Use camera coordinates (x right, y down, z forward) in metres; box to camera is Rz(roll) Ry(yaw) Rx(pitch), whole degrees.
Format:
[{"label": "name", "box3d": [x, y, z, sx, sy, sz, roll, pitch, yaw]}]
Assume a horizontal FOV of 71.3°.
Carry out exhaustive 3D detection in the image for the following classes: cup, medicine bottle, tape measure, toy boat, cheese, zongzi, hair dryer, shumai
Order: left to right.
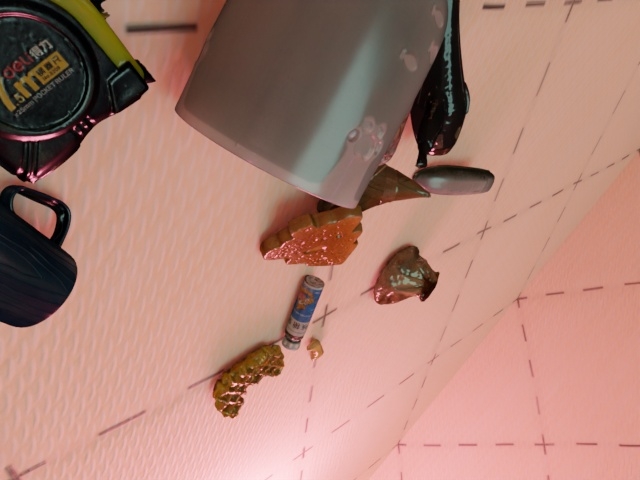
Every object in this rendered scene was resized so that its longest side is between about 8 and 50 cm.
[{"label": "cup", "box3d": [-0.357, 0.015, 0.512, 0.150, 0.113, 0.138, -41, 145, -9]}, {"label": "tape measure", "box3d": [-0.285, -0.175, 0.423, 0.199, 0.112, 0.186, -48, 152, -13]}, {"label": "medicine bottle", "box3d": [-0.042, 0.170, 1.039, 0.051, 0.051, 0.191, -7, 126, -43]}, {"label": "cheese", "box3d": [-0.016, 0.293, 1.195, 0.044, 0.030, 0.083, -44, 150, -18]}, {"label": "cup", "box3d": [0.009, -0.228, 0.604, 0.275, 0.259, 0.356, -60, 174, 13]}, {"label": "zongzi", "box3d": [0.092, -0.064, 0.869, 0.189, 0.178, 0.081, -56, 170, 10]}, {"label": "shumai", "box3d": [0.248, 0.123, 1.249, 0.201, 0.120, 0.202, -31, 142, -28]}, {"label": "hair dryer", "box3d": [0.198, -0.240, 0.765, 0.360, 0.119, 0.304, -65, 158, -48]}, {"label": "toy boat", "box3d": [0.332, -0.156, 1.133, 0.260, 0.085, 0.078, -4, 125, -31]}]

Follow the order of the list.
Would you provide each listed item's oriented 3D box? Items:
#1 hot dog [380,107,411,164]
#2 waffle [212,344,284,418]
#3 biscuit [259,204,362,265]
[{"label": "hot dog", "box3d": [0.110, -0.249, 0.743, 0.075, 0.144, 0.268, 7, 112, -23]}, {"label": "waffle", "box3d": [-0.167, 0.322, 1.044, 0.194, 0.051, 0.149, -34, 142, -29]}, {"label": "biscuit", "box3d": [0.000, 0.000, 0.891, 0.212, 0.041, 0.238, -25, 155, 12]}]
